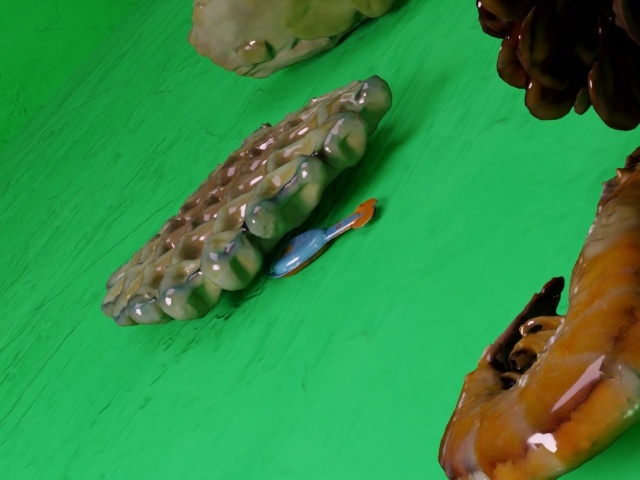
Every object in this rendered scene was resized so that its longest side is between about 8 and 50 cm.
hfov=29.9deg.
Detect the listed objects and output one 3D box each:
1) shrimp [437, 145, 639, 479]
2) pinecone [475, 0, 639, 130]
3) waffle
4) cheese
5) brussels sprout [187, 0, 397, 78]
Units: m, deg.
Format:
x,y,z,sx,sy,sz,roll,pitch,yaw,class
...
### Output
x,y,z,sx,sy,sz,roll,pitch,yaw,class
0.131,0.030,0.567,0.150,0.068,0.248,-32,12,48,shrimp
0.205,-0.168,0.597,0.292,0.246,0.246,10,52,42,pinecone
-0.072,-0.029,1.057,0.292,0.056,0.309,-49,17,-20,waffle
-0.001,-0.001,0.941,0.111,0.017,0.047,-31,25,26,cheese
-0.021,-0.337,1.386,0.317,0.243,0.273,-35,45,32,brussels sprout
